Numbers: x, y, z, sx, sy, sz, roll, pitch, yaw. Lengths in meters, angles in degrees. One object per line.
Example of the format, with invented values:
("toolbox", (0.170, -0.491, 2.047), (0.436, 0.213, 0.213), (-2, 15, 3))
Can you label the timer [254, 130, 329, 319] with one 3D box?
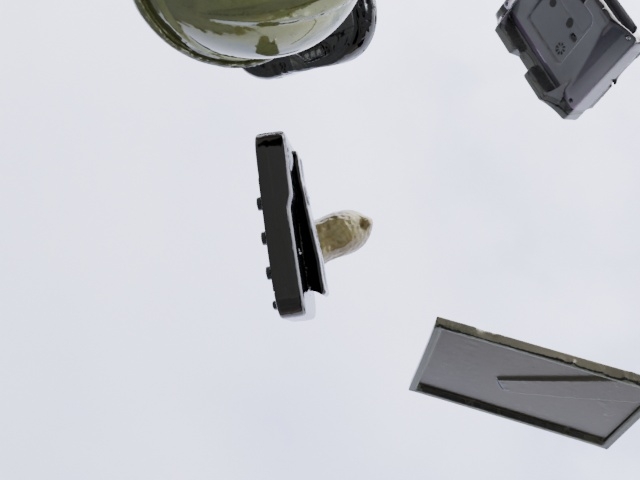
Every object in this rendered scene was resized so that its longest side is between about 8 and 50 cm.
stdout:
("timer", (-0.028, -0.011, 0.924), (0.055, 0.144, 0.187), (-8, -98, 3))

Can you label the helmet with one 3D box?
("helmet", (-0.023, -0.241, 0.764), (0.137, 0.258, 0.204), (28, -50, 41))

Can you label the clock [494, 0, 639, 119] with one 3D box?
("clock", (0.385, -0.340, 1.400), (0.186, 0.083, 0.253), (-54, -127, 47))

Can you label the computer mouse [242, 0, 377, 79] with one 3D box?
("computer mouse", (-0.019, -0.287, 1.135), (0.233, 0.096, 0.137), (-6, -74, 39))

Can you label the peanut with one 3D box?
("peanut", (0.000, 0.000, 1.580), (0.099, 0.214, 0.099), (48, -28, 35))

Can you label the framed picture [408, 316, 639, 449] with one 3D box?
("framed picture", (0.272, 0.192, 1.161), (0.289, 0.016, 0.213), (16, -32, 5))
